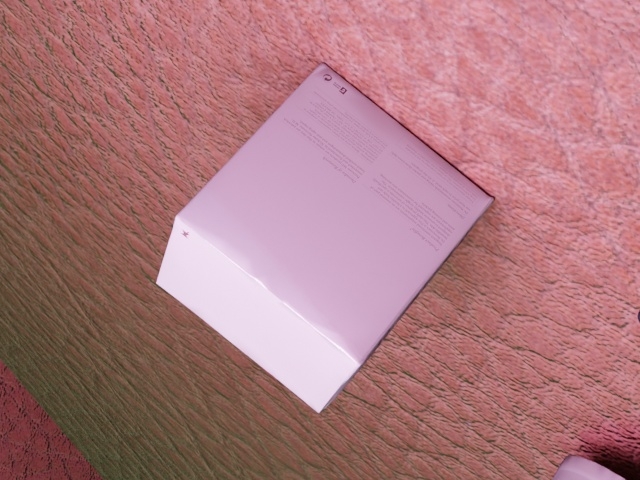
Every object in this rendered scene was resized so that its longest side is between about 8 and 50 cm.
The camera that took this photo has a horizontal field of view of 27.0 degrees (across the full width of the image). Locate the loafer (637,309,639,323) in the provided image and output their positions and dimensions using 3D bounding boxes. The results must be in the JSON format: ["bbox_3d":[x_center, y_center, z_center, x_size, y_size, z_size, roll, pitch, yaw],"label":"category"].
[{"bbox_3d":[0.320,0.071,1.010,0.170,0.062,0.061,7,143,50],"label":"loafer"}]

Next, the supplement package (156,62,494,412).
[{"bbox_3d":[0.000,0.000,1.160,0.194,0.203,0.149,39,154,4],"label":"supplement package"}]

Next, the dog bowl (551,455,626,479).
[{"bbox_3d":[0.336,0.365,1.291,0.349,0.102,0.349,42,169,10],"label":"dog bowl"}]
